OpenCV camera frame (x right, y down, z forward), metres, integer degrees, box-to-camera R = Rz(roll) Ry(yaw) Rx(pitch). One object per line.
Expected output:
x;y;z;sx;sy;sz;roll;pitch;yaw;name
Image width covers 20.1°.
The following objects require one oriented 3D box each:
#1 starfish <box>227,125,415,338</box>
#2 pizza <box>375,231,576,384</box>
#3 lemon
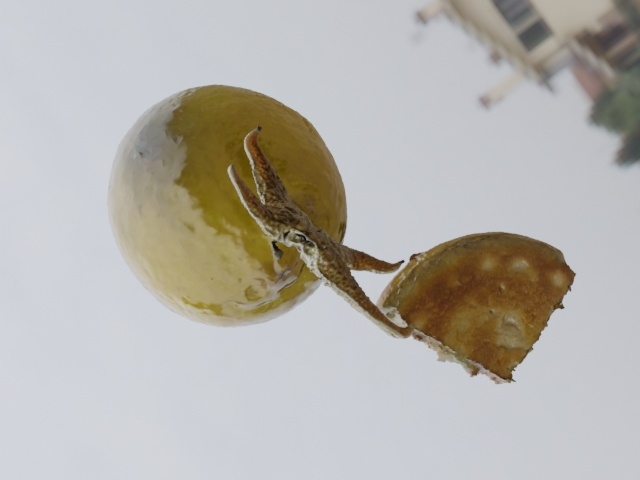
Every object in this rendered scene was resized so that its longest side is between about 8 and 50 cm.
-0.001;0.001;1.785;0.247;0.050;0.138;45;-157;-5;starfish
0.229;0.103;2.636;0.086;0.335;0.226;1;104;63;pizza
-0.108;-0.041;2.126;0.297;0.297;0.297;51;-169;-14;lemon
